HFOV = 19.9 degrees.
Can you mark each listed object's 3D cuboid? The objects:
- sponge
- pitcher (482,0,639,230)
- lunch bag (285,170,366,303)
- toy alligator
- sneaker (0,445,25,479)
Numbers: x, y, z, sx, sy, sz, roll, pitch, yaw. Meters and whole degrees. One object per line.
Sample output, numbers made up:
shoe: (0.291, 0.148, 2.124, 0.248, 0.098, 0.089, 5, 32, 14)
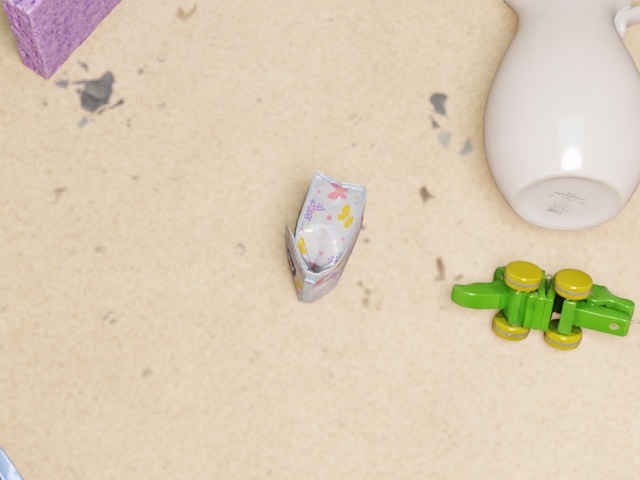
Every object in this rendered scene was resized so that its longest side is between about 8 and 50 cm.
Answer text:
sponge: (-0.164, -0.231, 1.424, 0.031, 0.117, 0.210, 34, 74, 13)
pitcher: (0.212, -0.111, 1.393, 0.177, 0.125, 0.207, 12, 59, -12)
lunch bag: (0.000, 0.000, 1.368, 0.053, 0.071, 0.083, 17, 72, 4)
toy alligator: (0.193, 0.047, 1.367, 0.189, 0.056, 0.051, 9, 30, 3)
sneaker: (-0.246, 0.202, 1.289, 0.090, 0.081, 0.232, -35, 76, -19)
